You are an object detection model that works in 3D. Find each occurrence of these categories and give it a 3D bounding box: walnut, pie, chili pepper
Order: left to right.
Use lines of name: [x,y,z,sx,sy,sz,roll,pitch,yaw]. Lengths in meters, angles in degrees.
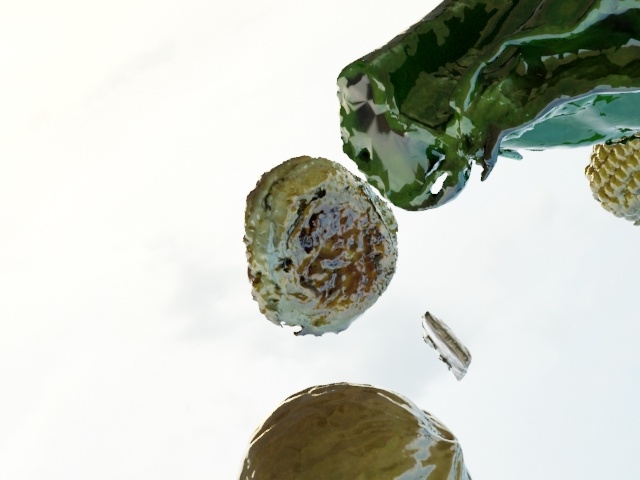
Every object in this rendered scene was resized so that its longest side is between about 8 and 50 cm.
pie: [-0.001,0.000,1.816,0.308,0.308,0.085,-41,-156,-31]
walnut: [0.034,0.237,1.108,0.228,0.228,0.228,-23,-158,10]
chili pepper: [0.192,-0.156,0.770,0.385,0.167,0.213,-27,166,-18]

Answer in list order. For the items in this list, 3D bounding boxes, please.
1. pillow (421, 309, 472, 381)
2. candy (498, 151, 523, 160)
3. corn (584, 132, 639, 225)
pillow: [0.228,0.191,2.163,0.043,0.126,0.232,-42,167,-5]
candy: [0.173,-0.124,1.520,0.097,0.097,0.323,-7,174,41]
corn: [0.406,-0.169,1.191,0.144,0.144,0.387,-49,175,-42]
